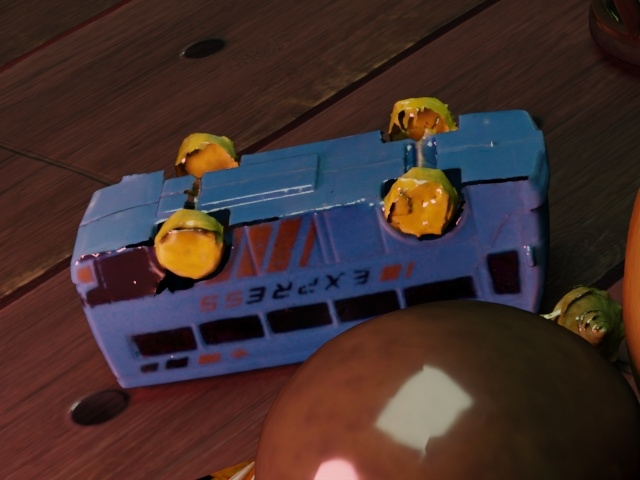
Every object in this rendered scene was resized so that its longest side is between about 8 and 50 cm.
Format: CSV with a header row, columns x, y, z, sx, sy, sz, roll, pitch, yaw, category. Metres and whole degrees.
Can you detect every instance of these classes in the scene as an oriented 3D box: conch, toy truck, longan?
x,y,z,sx,sy,sz,roll,pitch,yaw,category
0.173,0.068,1.441,0.089,0.074,0.121,12,-8,-25,conch
0.000,0.000,1.569,0.385,0.162,0.161,-11,28,8,toy truck
0.084,0.145,1.212,0.248,0.248,0.248,-13,28,7,longan

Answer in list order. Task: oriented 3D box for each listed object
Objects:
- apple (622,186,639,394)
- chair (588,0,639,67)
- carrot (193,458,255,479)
x,y,z,sx,sy,sz,roll,pitch,yaw,category
0.339,0.015,1.201,0.338,0.305,0.338,-16,25,8,apple
0.372,-0.399,1.822,0.365,0.410,0.362,-9,30,13,chair
-0.068,0.193,1.365,0.229,0.069,0.069,-18,28,-6,carrot
